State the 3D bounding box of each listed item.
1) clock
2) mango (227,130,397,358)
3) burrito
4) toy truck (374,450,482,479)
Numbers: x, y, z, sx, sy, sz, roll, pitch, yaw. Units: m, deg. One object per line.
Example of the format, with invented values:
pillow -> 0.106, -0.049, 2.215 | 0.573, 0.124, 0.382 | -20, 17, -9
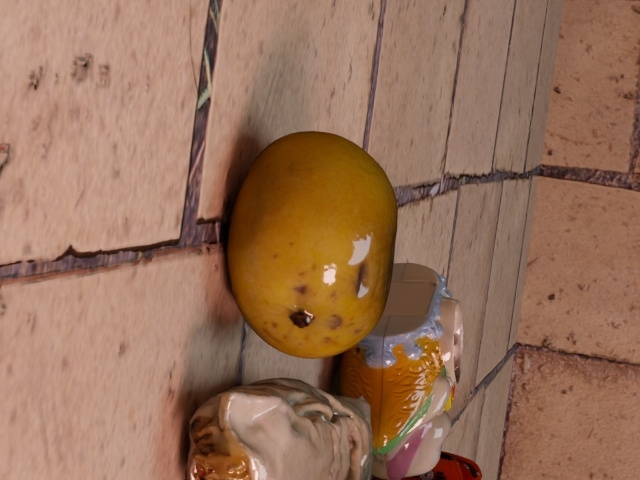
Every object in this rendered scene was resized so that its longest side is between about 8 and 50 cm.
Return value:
clock -> 0.066, 0.114, 1.445 | 0.231, 0.103, 0.144 | -62, 149, -63
mango -> 0.000, 0.000, 1.056 | 0.195, 0.098, 0.137 | -48, 141, -79
burrito -> -0.018, 0.149, 1.117 | 0.392, 0.076, 0.117 | 31, 69, -78
toy truck -> 0.087, 0.322, 1.678 | 0.114, 0.107, 0.253 | 66, 34, -70
